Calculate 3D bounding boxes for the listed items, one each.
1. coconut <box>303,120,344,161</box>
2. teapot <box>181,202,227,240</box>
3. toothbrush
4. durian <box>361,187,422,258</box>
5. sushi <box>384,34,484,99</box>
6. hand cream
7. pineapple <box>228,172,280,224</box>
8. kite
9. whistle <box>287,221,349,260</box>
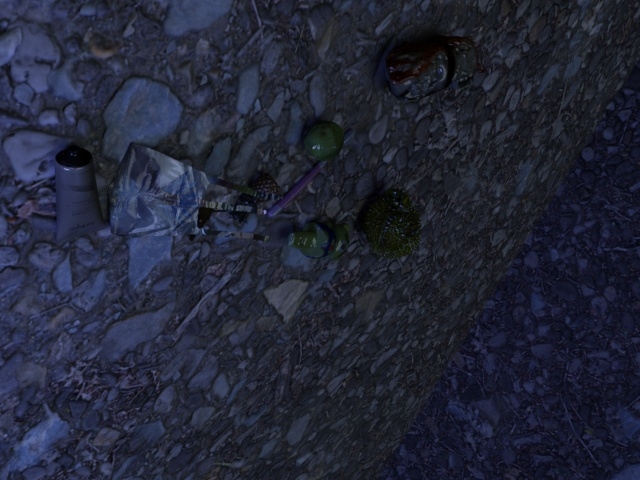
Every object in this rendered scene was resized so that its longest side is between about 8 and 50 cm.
[{"bbox_3d":[0.009,-0.215,1.319,0.087,0.096,0.088,-16,120,-30],"label":"coconut"},{"bbox_3d":[-0.233,-0.051,1.178,0.110,0.080,0.085,-19,134,-42],"label":"teapot"},{"bbox_3d":[-0.017,-0.155,1.413,0.286,0.020,0.025,-46,154,-12],"label":"toothbrush"},{"bbox_3d":[0.195,-0.049,1.672,0.146,0.159,0.198,-28,108,-50],"label":"durian"},{"bbox_3d":[0.258,-0.403,1.430,0.332,0.124,0.130,-27,129,-33],"label":"sushi"},{"bbox_3d":[-0.391,-0.074,0.987,0.087,0.054,0.186,-22,144,-33],"label":"hand cream"},{"bbox_3d":[-0.144,-0.086,1.289,0.124,0.058,0.058,-43,147,-7],"label":"pineapple"},{"bbox_3d":[-0.227,-0.057,1.116,0.309,0.015,0.170,15,105,-25],"label":"kite"},{"bbox_3d":[0.000,0.000,1.525,0.227,0.085,0.105,4,109,-53],"label":"whistle"}]
